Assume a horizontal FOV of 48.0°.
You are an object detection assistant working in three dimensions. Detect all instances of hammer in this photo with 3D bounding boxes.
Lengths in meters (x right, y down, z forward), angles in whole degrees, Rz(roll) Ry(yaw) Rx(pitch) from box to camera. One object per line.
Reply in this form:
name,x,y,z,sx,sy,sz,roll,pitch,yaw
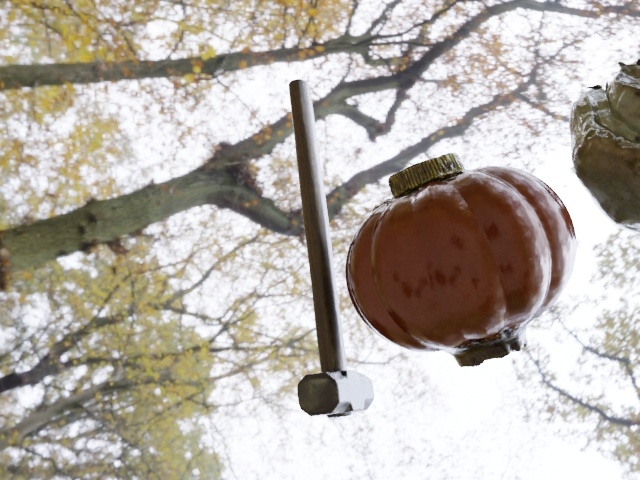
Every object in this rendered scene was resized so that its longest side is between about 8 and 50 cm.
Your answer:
hammer,0.000,0.000,0.759,0.043,0.111,0.366,-13,-106,21

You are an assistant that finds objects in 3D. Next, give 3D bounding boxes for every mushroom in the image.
mushroom,0.397,-0.090,0.865,0.267,0.164,0.190,34,-27,44

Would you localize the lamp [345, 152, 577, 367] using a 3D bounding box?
lamp,0.132,0.019,0.686,0.223,0.223,0.197,-23,-94,38
